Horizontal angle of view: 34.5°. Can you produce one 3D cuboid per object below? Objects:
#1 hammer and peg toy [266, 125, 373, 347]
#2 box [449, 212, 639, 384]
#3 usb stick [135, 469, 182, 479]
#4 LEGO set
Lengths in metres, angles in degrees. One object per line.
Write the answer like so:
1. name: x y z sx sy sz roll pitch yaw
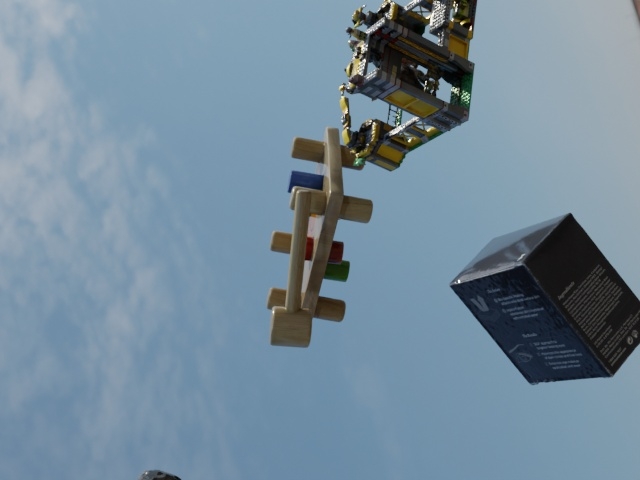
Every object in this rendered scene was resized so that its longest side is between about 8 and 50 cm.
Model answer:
1. hammer and peg toy: 0.000 0.000 1.594 0.361 0.127 0.266 -92 14 -61
2. box: 0.253 0.069 1.138 0.093 0.156 0.158 -43 -82 -24
3. usb stick: -0.280 0.407 1.406 0.278 0.077 0.045 -46 -36 -57
4. LEGO set: 0.093 -0.282 1.517 0.192 0.255 0.331 21 -106 -27
